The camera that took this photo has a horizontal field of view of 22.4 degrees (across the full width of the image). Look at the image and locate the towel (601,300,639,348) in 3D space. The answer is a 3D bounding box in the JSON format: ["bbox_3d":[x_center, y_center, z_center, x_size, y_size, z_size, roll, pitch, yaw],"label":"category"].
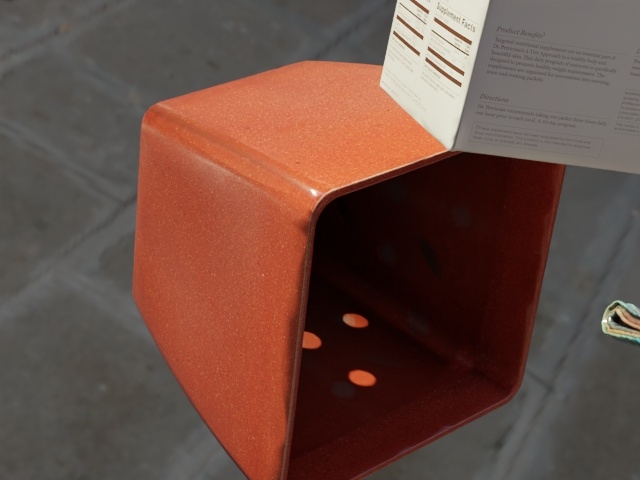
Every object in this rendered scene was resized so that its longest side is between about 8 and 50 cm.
[{"bbox_3d":[0.473,0.140,1.553,0.370,0.040,0.271,19,1,-6],"label":"towel"}]

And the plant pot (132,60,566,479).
[{"bbox_3d":[0.000,0.000,1.230,0.267,0.267,0.236,-21,41,-39],"label":"plant pot"}]

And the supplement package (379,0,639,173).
[{"bbox_3d":[0.165,-0.160,0.990,0.194,0.203,0.149,6,19,-19],"label":"supplement package"}]
